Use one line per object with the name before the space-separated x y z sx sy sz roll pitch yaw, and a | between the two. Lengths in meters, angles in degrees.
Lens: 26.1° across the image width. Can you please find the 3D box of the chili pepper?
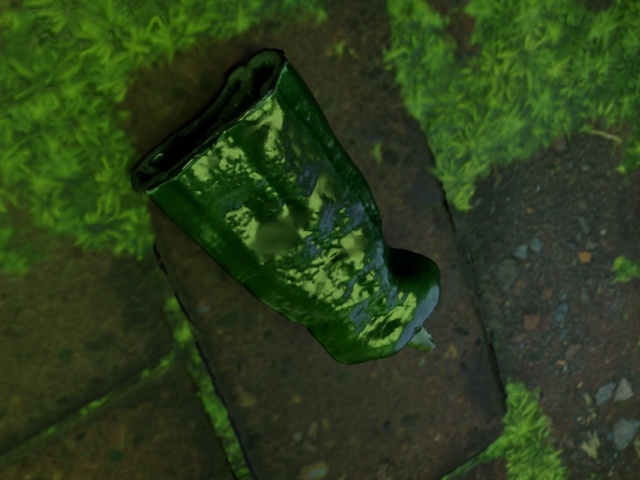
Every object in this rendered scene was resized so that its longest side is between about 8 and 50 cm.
chili pepper | 0.000 0.000 1.019 0.136 0.099 0.270 -50 122 -12
